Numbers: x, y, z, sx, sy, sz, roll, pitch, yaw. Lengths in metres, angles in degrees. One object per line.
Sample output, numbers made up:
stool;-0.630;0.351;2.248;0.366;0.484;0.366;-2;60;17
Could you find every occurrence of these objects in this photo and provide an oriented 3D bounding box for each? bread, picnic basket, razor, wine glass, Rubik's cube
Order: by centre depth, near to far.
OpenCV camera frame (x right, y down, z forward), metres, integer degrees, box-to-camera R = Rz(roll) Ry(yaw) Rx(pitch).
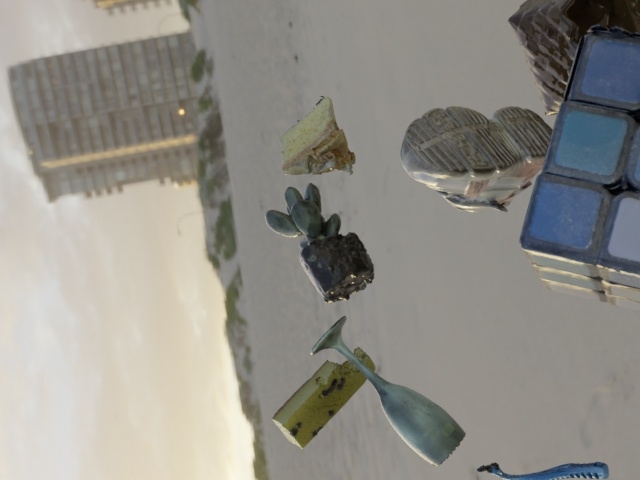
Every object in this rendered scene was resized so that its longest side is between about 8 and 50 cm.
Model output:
Rubik's cube;0.528;-0.073;1.367;0.363;0.362;0.358;43;-119;-69
wine glass;0.139;0.240;1.546;0.309;0.096;0.264;43;154;11
bread;0.012;0.293;1.712;0.049;0.226;0.088;22;152;51
picnic basket;0.572;-0.405;1.759;0.321;0.254;0.291;6;132;51
razor;0.447;0.463;1.774;0.082;0.253;0.042;15;-112;-59
bread;-0.016;-0.204;1.826;0.147;0.152;0.127;-106;1;-49

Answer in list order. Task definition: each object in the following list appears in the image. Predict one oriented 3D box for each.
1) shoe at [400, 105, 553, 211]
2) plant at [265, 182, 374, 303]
shoe;0.297;-0.135;1.728;0.171;0.351;0.198;64;146;32
plant;0.002;0.000;1.932;0.274;0.146;0.149;53;160;23
